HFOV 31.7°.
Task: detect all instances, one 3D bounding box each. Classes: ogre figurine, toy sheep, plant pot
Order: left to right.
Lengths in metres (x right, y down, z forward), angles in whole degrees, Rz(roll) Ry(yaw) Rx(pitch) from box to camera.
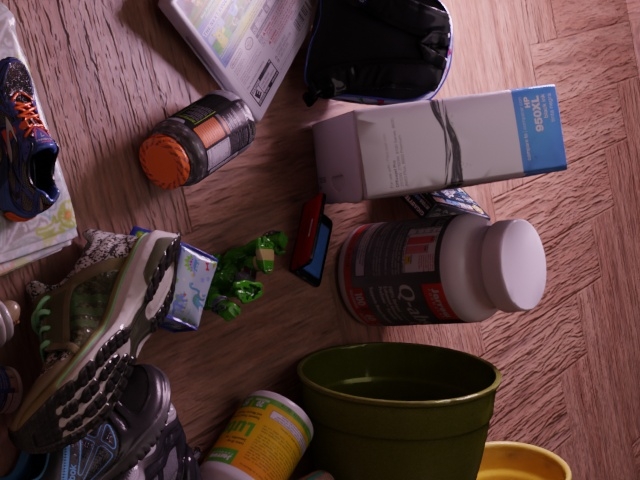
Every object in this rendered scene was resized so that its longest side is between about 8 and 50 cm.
[{"bbox_3d":[-0.466,0.115,1.523,0.132,0.091,0.091,-24,105,-34],"label":"toy sheep"},{"bbox_3d":[-0.142,0.062,1.901,0.097,0.118,0.197,36,57,-38],"label":"ogre figurine"},{"bbox_3d":[0.137,0.404,2.063,0.366,0.367,0.352,-13,108,-51],"label":"plant pot"},{"bbox_3d":[0.408,0.596,2.435,0.254,0.254,0.238,-20,116,-50],"label":"plant pot"}]

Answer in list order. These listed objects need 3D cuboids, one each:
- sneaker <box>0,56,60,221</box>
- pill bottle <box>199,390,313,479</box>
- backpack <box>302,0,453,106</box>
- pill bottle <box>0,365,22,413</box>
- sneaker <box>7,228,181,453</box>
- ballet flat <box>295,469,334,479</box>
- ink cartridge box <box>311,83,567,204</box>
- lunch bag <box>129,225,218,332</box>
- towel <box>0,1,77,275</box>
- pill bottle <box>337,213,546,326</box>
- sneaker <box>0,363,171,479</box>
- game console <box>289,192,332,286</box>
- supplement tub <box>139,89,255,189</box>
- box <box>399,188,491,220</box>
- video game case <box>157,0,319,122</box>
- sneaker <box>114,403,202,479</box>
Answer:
[{"bbox_3d":[-0.391,-0.138,1.511,0.083,0.087,0.221,-17,98,-54],"label":"sneaker"},{"bbox_3d":[-0.123,0.381,1.871,0.136,0.136,0.245,59,45,-28],"label":"pill bottle"},{"bbox_3d":[0.121,-0.366,2.141,0.213,0.264,0.276,-15,117,-74],"label":"backpack"},{"bbox_3d":[-0.469,0.203,1.519,0.120,0.067,0.067,6,81,-51],"label":"pill bottle"},{"bbox_3d":[-0.352,0.128,1.607,0.410,0.182,0.158,-61,162,-44],"label":"sneaker"},{"bbox_3d":[-0.005,0.521,1.952,0.106,0.108,0.316,-36,142,-40],"label":"ballet flat"},{"bbox_3d":[0.212,-0.174,2.102,0.395,0.285,0.166,-9,92,-16],"label":"ink cartridge box"},{"bbox_3d":[-0.254,0.062,1.790,0.151,0.096,0.128,28,66,-30],"label":"lunch bag"},{"bbox_3d":[-0.503,-0.113,1.506,0.320,0.090,0.374,-29,108,-52],"label":"towel"},{"bbox_3d":[0.232,0.057,2.167,0.210,0.363,0.210,9,79,-50],"label":"pill bottle"},{"bbox_3d":[-0.338,0.288,1.629,0.139,0.125,0.340,56,44,-24],"label":"sneaker"},{"bbox_3d":[0.000,0.000,2.115,0.085,0.124,0.144,19,68,-20],"label":"game console"},{"bbox_3d":[-0.203,-0.164,1.853,0.190,0.117,0.117,-40,116,-45],"label":"supplement tub"},{"bbox_3d":[0.236,-0.098,2.358,0.220,0.051,0.175,10,33,-51],"label":"box"},{"bbox_3d":[-0.128,-0.429,2.006,0.300,0.036,0.329,52,53,-41],"label":"video game case"},{"bbox_3d":[-0.267,0.386,1.719,0.153,0.101,0.268,55,45,-28],"label":"sneaker"}]
